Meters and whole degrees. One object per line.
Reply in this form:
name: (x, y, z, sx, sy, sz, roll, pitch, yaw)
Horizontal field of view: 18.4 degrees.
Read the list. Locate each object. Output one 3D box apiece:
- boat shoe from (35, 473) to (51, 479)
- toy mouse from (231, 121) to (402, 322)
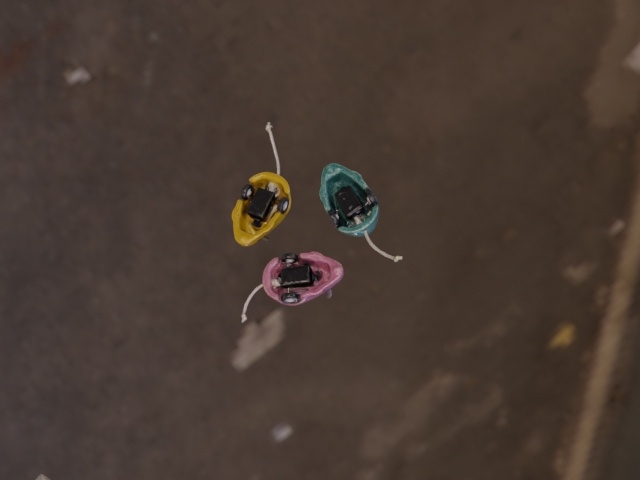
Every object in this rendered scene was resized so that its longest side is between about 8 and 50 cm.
boat shoe: (-0.232, 0.262, 1.764, 0.063, 0.184, 0.066, 31, 85, -15)
toy mouse: (0.000, 0.000, 1.508, 0.031, 0.143, 0.161, 59, 48, -63)
